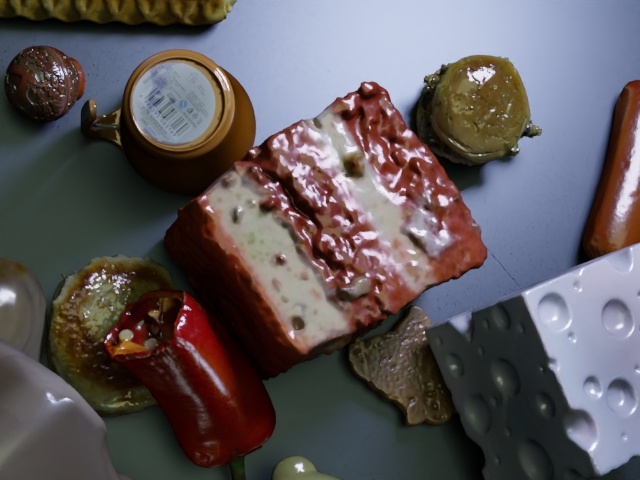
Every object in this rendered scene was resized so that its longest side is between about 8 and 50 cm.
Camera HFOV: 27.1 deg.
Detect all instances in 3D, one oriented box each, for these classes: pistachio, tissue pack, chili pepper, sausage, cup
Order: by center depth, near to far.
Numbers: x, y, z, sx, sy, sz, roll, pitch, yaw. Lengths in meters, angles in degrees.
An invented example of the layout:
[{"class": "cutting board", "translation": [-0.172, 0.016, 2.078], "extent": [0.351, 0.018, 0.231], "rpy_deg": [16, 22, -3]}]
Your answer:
[{"class": "tissue pack", "translation": [-0.330, 0.325, 1.476], "extent": [0.277, 0.267, 0.387], "rpy_deg": [-48, 128, -21]}, {"class": "pistachio", "translation": [-0.445, 0.143, 1.597], "extent": [0.197, 0.166, 0.288], "rpy_deg": [37, 83, -32]}, {"class": "chili pepper", "translation": [-0.126, 0.209, 1.650], "extent": [0.338, 0.134, 0.131], "rpy_deg": [59, 26, -30]}, {"class": "cup", "translation": [-0.194, -0.155, 1.668], "extent": [0.226, 0.264, 0.182], "rpy_deg": [-2, 88, -3]}, {"class": "sausage", "translation": [0.446, -0.096, 1.896], "extent": [0.089, 0.083, 0.300], "rpy_deg": [16, 75, 2]}]

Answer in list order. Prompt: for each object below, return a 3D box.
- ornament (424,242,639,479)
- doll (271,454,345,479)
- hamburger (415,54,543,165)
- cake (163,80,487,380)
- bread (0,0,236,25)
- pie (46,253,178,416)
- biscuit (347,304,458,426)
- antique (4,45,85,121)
[{"class": "ornament", "translation": [0.326, 0.164, 1.713], "extent": [0.240, 0.239, 0.239], "rpy_deg": [-19, 85, -29]}, {"class": "doll", "translation": [-0.029, 0.411, 1.644], "extent": [0.177, 0.161, 0.260], "rpy_deg": [30, 76, -5]}, {"class": "hamburger", "translation": [0.224, -0.176, 1.833], "extent": [0.185, 0.131, 0.159], "rpy_deg": [15, 80, -15]}, {"class": "cake", "translation": [0.000, 0.000, 1.673], "extent": [0.319, 0.270, 0.269], "rpy_deg": [-33, 89, -16]}, {"class": "bread", "translation": [-0.291, -0.333, 1.762], "extent": [0.368, 0.077, 0.084], "rpy_deg": [0, 78, -15]}, {"class": "pie", "translation": [-0.255, 0.120, 1.676], "extent": [0.179, 0.084, 0.205], "rpy_deg": [-5, 95, -19]}, {"class": "biscuit", "translation": [0.153, 0.177, 1.798], "extent": [0.250, 0.035, 0.162], "rpy_deg": [15, 78, -11]}, {"class": "antique", "translation": [-0.359, -0.201, 1.709], "extent": [0.104, 0.104, 0.104], "rpy_deg": [3, 79, -13]}]
